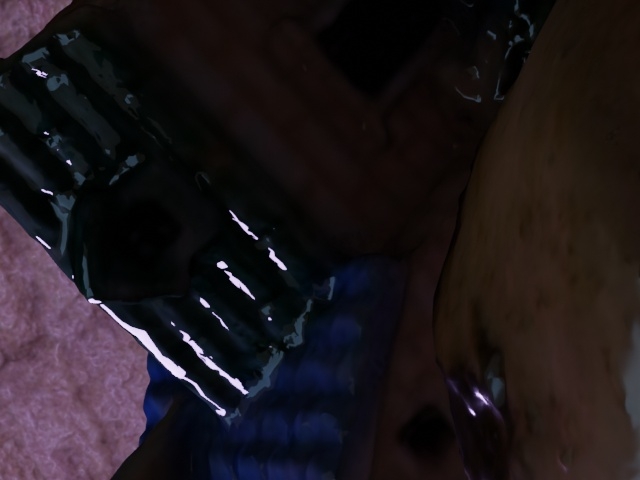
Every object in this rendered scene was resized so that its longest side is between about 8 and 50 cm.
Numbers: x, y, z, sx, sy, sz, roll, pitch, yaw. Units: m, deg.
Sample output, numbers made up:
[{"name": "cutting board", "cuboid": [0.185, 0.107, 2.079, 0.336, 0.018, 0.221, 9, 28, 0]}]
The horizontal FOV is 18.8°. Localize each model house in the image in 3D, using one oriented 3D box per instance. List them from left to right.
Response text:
[{"name": "model house", "cuboid": [0.000, 0.000, 1.226, 0.445, 0.400, 0.395, 51, 162, -17]}]

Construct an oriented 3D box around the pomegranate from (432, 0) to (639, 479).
[{"name": "pomegranate", "cuboid": [0.181, 0.027, 0.471, 0.322, 0.322, 0.322, 158, 90, -89]}]
